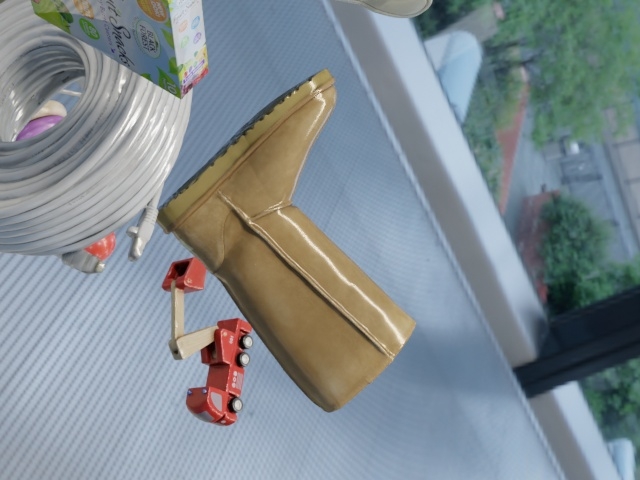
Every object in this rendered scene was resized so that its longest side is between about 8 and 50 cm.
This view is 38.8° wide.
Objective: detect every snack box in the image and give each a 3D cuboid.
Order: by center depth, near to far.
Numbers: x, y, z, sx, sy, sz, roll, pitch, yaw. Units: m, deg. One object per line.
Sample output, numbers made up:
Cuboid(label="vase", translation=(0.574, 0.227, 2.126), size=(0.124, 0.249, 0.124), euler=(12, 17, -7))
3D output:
Cuboid(label="snack box", translation=(-0.145, -0.170, 0.625), size=(0.037, 0.141, 0.100), euler=(-52, 164, -24))

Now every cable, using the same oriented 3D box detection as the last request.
Cuboid(label="cable", translation=(-0.236, -0.110, 0.794), size=(0.089, 0.257, 0.257), euler=(52, 52, -58))

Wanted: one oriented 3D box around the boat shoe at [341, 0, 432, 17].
Cuboid(label="boat shoe", translation=(0.044, -0.370, 1.197), size=(0.255, 0.095, 0.079), euler=(8, 63, -32))

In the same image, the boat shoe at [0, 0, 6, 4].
Cuboid(label="boat shoe", translation=(-0.305, -0.281, 0.996), size=(0.042, 0.133, 0.049), euler=(4, 63, -47))

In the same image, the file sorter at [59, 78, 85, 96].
Cuboid(label="file sorter", translation=(-0.354, -0.356, 1.235), size=(0.173, 0.193, 0.277), euler=(7, 116, -41))

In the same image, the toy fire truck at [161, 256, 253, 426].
Cuboid(label="toy fire truck", translation=(-0.152, 0.132, 1.175), size=(0.135, 0.047, 0.192), euler=(31, 58, -41))

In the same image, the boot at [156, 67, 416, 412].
Cuboid(label="boot", translation=(0.000, 0.000, 0.911), size=(0.269, 0.236, 0.089), euler=(47, 2, -13))

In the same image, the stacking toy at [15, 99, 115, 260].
Cuboid(label="stacking toy", translation=(-0.506, -0.105, 1.787), size=(0.330, 0.141, 0.141), euler=(62, 27, 8))
